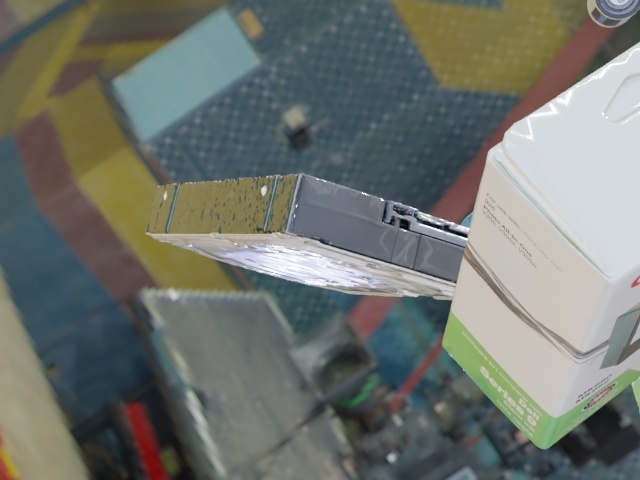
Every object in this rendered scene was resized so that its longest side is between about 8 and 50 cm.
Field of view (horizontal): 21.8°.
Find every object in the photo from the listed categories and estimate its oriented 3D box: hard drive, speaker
[{"bbox_3d":[0.000,0.000,1.596,0.236,0.064,0.339,17,-8,-27],"label":"hard drive"},{"bbox_3d":[0.327,-0.268,1.844,0.055,0.055,0.136,56,6,0],"label":"speaker"}]

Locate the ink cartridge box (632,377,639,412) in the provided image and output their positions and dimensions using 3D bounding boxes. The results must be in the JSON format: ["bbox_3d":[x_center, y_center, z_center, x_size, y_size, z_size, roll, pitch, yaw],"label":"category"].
[{"bbox_3d":[0.394,0.119,1.827,0.062,0.109,0.209,20,50,-49],"label":"ink cartridge box"}]

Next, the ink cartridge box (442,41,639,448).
[{"bbox_3d":[0.209,-0.004,1.140,0.121,0.211,0.289,49,-18,20],"label":"ink cartridge box"}]

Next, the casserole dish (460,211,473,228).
[{"bbox_3d":[0.223,-0.010,1.854,0.037,0.114,0.188,60,8,24],"label":"casserole dish"}]
